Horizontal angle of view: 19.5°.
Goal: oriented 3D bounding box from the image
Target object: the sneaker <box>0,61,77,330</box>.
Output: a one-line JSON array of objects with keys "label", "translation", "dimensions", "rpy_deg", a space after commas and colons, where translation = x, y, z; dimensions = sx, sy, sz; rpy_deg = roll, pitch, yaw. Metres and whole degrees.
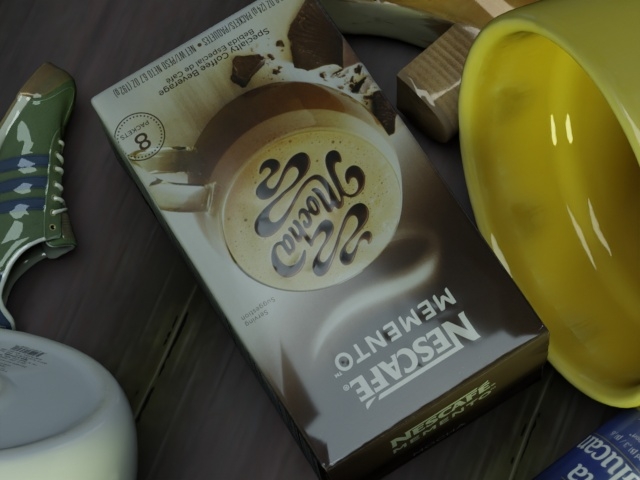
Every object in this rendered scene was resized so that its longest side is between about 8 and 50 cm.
[{"label": "sneaker", "translation": [-0.200, -0.023, 1.279], "dimensions": [0.086, 0.064, 0.192], "rpy_deg": [28, 75, 5]}]

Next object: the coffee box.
[{"label": "coffee box", "translation": [0.000, 0.000, 1.220], "dimensions": [0.168, 0.119, 0.297], "rpy_deg": [-32, 71, -7]}]

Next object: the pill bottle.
[{"label": "pill bottle", "translation": [0.169, 0.180, 1.156], "dimensions": [0.169, 0.094, 0.094], "rpy_deg": [-37, 72, -8]}]

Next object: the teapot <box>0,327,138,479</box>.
[{"label": "teapot", "translation": [-0.237, 0.173, 1.147], "dimensions": [0.252, 0.256, 0.187], "rpy_deg": [-1, 110, -17]}]

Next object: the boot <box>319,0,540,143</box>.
[{"label": "boot", "translation": [0.073, -0.225, 1.312], "dimensions": [0.211, 0.104, 0.295], "rpy_deg": [-41, 78, -15]}]

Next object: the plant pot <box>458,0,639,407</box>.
[{"label": "plant pot", "translation": [0.249, -0.051, 1.164], "dimensions": [0.239, 0.254, 0.254], "rpy_deg": [-18, 70, -18]}]
